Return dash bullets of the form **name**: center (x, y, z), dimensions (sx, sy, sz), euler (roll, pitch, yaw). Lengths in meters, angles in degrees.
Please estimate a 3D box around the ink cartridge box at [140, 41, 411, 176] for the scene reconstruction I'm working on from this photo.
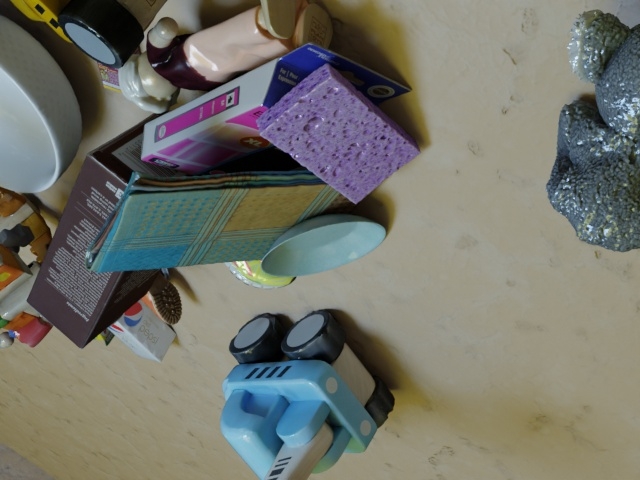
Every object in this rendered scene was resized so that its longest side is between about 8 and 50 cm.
- **ink cartridge box**: center (-0.071, -0.155, 1.246), dimensions (0.175, 0.069, 0.371), euler (17, 157, -39)

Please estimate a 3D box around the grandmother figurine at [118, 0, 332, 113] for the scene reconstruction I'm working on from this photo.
- **grandmother figurine**: center (-0.144, -0.244, 1.227), dimensions (0.342, 0.104, 0.208), euler (-8, 147, 40)

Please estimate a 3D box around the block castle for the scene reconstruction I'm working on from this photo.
- **block castle**: center (-0.643, 0.021, 1.638), dimensions (0.303, 0.213, 0.453), euler (52, -178, 22)

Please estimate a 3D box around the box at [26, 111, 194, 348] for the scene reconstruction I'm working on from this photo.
- **box**: center (-0.323, -0.014, 1.498), dimensions (0.143, 0.191, 0.381), euler (38, 130, 5)

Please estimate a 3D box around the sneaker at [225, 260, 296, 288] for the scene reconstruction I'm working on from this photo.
- **sneaker**: center (-0.125, 0.001, 1.520), dimensions (0.208, 0.081, 0.094), euler (33, 139, 3)

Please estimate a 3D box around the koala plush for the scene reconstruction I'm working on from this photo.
- **koala plush**: center (0.330, -0.121, 0.938), dimensions (0.196, 0.203, 0.221), euler (20, 130, 20)

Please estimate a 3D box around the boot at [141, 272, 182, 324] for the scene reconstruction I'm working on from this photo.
- **boot**: center (-0.326, 0.095, 1.760), dimensions (0.084, 0.059, 0.158), euler (-11, 116, 46)

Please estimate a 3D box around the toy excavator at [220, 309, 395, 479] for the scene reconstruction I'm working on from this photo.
- **toy excavator**: center (-0.043, 0.345, 1.528), dimensions (0.433, 0.445, 0.222), euler (-10, 125, 45)

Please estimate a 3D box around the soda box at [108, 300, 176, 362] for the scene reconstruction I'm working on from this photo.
- **soda box**: center (-0.385, 0.162, 1.880), dimensions (0.069, 0.074, 0.216), euler (8, 149, 33)

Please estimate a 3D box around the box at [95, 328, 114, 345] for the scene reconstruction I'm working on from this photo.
- **box**: center (-0.464, 0.125, 1.911), dimensions (0.043, 0.105, 0.179), euler (0, 132, 30)

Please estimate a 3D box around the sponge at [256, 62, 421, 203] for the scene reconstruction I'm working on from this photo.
- **sponge**: center (0.027, -0.130, 1.169), dimensions (0.117, 0.031, 0.210), euler (-36, 139, 19)

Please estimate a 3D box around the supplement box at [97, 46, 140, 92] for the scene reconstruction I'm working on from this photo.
- **supplement box**: center (-0.301, -0.267, 1.389), dimensions (0.055, 0.043, 0.083), euler (21, 143, 19)

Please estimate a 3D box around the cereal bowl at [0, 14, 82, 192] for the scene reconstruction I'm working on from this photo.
- **cereal bowl**: center (-0.524, -0.246, 1.511), dimensions (0.339, 0.141, 0.339), euler (22, 142, 19)

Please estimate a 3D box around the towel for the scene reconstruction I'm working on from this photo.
- **towel**: center (-0.126, -0.030, 1.310), dimensions (0.271, 0.370, 0.040), euler (-44, 57, 54)

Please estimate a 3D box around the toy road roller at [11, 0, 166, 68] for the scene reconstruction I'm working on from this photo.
- **toy road roller**: center (-0.319, -0.367, 1.093), dimensions (0.240, 0.202, 0.329), euler (15, 157, 46)

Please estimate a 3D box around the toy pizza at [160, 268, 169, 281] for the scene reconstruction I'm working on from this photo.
- **toy pizza**: center (-0.375, 0.026, 1.790), dimensions (0.201, 0.032, 0.201), euler (20, 140, 17)

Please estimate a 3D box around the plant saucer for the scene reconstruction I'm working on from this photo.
- **plant saucer**: center (0.000, 0.000, 1.377), dimensions (0.195, 0.195, 0.037), euler (-47, 55, 54)
